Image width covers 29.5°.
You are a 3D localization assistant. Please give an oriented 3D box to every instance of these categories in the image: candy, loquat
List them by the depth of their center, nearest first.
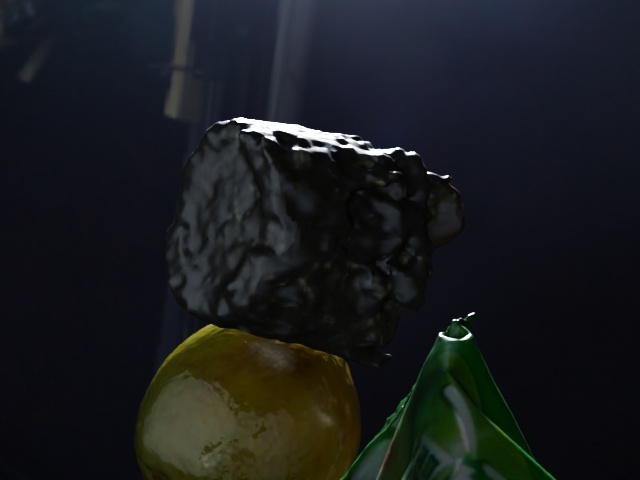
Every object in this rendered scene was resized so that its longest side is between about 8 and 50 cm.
[{"bbox_3d":[0.064,0.128,0.435,0.203,0.078,0.141,-121,-145,-55],"label":"candy"},{"bbox_3d":[-0.052,0.160,1.133,0.213,0.246,0.213,39,-26,23],"label":"loquat"}]

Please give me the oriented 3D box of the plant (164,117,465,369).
[{"bbox_3d":[0.000,0.000,0.978,0.204,0.234,0.178,11,-93,49],"label":"plant"}]
